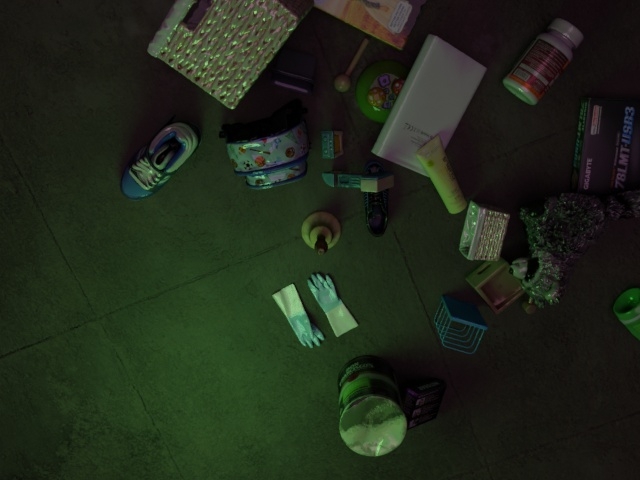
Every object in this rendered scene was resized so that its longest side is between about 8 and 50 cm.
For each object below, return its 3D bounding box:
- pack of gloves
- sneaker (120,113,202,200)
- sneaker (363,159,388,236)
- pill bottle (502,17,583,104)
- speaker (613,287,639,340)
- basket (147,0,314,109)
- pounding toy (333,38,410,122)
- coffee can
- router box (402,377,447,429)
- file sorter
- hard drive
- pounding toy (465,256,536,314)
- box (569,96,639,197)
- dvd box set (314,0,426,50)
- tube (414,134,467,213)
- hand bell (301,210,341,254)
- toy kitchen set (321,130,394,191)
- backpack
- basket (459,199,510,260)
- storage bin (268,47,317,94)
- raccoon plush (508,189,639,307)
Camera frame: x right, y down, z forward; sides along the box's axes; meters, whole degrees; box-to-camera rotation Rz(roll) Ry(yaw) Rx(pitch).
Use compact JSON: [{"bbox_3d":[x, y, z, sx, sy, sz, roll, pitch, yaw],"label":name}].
[{"bbox_3d":[-0.016,0.232,1.988,0.195,0.046,0.232,-28,103,8],"label":"pack of gloves"},{"bbox_3d":[-0.483,-0.222,1.777,0.322,0.236,0.130,-39,101,9],"label":"sneaker"},{"bbox_3d":[0.172,-0.124,1.871,0.081,0.090,0.232,-6,105,2],"label":"sneaker"},{"bbox_3d":[0.632,-0.507,1.753,0.121,0.121,0.221,36,102,-8],"label":"pill bottle"},{"bbox_3d":[1.072,0.280,1.948,0.296,0.131,0.131,39,102,-9],"label":"speaker"},{"bbox_3d":[-0.221,-0.572,1.620,0.266,0.331,0.328,37,116,-14],"label":"basket"},{"bbox_3d":[0.172,-0.444,1.779,0.236,0.110,0.183,35,102,-8],"label":"pounding toy"},{"bbox_3d":[0.156,0.511,1.939,0.201,0.275,0.202,0,104,0],"label":"coffee can"},{"bbox_3d":[0.331,0.530,2.003,0.046,0.178,0.133,26,108,39],"label":"router box"},{"bbox_3d":[0.431,0.262,1.928,0.118,0.170,0.105,16,106,-4],"label":"file sorter"},{"bbox_3d":[0.313,-0.376,1.772,0.233,0.047,0.353,16,107,-38],"label":"hard drive"},{"bbox_3d":[0.593,0.143,1.940,0.181,0.094,0.206,-40,110,5],"label":"pounding toy"},{"bbox_3d":[0.913,-0.275,1.837,0.293,0.073,0.296,2,104,-1],"label":"box"},{"bbox_3d":[0.109,-0.764,1.723,0.420,0.062,0.308,25,103,-6],"label":"dvd box set"},{"bbox_3d":[0.363,-0.189,1.838,0.062,0.070,0.240,-13,121,33],"label":"tube"},{"bbox_3d":[0.000,0.000,1.827,0.126,0.242,0.126,0,105,1],"label":"hand bell"},{"bbox_3d":[0.094,-0.234,1.786,0.207,0.122,0.166,6,106,28],"label":"toy kitchen set"},{"bbox_3d":[-0.149,-0.260,1.751,0.276,0.263,0.213,-18,104,4],"label":"backpack"},{"bbox_3d":[0.500,-0.027,1.882,0.103,0.113,0.167,8,105,-4],"label":"basket"},{"bbox_3d":[-0.072,-0.490,1.788,0.135,0.098,0.091,16,76,-3],"label":"storage bin"},{"bbox_3d":[0.761,0.022,1.759,0.446,0.216,0.299,-13,74,21],"label":"raccoon plush"}]
